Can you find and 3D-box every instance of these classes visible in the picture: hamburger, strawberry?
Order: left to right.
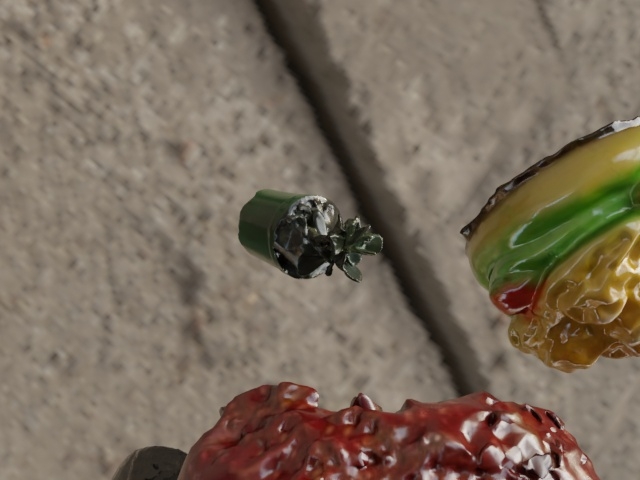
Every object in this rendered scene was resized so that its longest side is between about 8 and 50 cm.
[{"bbox_3d":[0.031,0.215,1.090,0.274,0.220,0.274,1,137,1],"label":"strawberry"},{"bbox_3d":[0.238,0.018,1.624,0.237,0.149,0.237,-25,160,-10],"label":"hamburger"}]

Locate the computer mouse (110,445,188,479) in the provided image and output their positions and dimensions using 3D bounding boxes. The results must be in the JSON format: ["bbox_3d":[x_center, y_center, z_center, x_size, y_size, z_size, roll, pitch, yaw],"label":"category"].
[{"bbox_3d":[-0.141,0.283,1.597,0.088,0.147,0.264,-34,143,-39],"label":"computer mouse"}]

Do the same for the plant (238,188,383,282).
[{"bbox_3d":[0.000,0.000,1.094,0.051,0.102,0.051,-11,108,-37],"label":"plant"}]
